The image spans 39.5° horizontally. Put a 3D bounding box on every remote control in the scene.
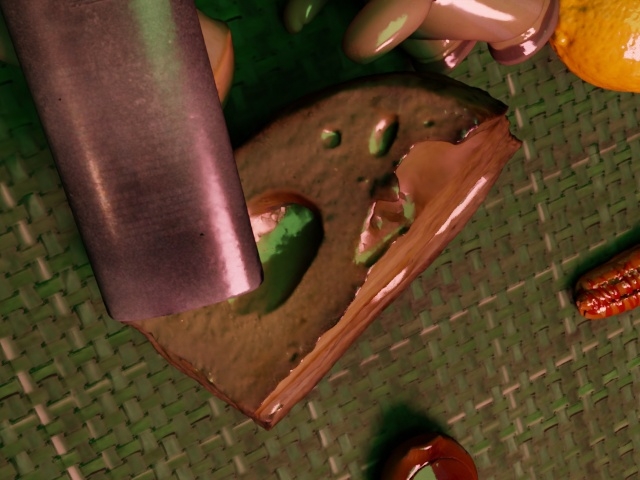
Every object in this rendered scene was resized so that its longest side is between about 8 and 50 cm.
[{"bbox_3d":[-0.124,-0.128,0.503,0.107,0.044,0.378,-15,116,-5],"label":"remote control"}]

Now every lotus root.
[{"bbox_3d":[-0.004,-0.004,0.664,0.142,0.210,0.314,44,96,15],"label":"lotus root"}]

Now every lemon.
[{"bbox_3d":[0.249,-0.180,0.728,0.155,0.114,0.114,10,102,-20],"label":"lemon"}]

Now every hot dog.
[{"bbox_3d":[0.305,0.035,0.855,0.144,0.038,0.062,-23,113,-14],"label":"hot dog"}]

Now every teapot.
[{"bbox_3d":[0.104,0.231,0.812,0.098,0.078,0.129,-18,111,-16],"label":"teapot"}]

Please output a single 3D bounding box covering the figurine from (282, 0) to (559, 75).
[{"bbox_3d":[0.021,-0.247,0.567,0.203,0.248,0.380,-51,130,-4],"label":"figurine"}]

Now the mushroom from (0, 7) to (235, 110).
[{"bbox_3d":[-0.183,-0.176,0.550,0.328,0.122,0.159,33,108,-28],"label":"mushroom"}]
